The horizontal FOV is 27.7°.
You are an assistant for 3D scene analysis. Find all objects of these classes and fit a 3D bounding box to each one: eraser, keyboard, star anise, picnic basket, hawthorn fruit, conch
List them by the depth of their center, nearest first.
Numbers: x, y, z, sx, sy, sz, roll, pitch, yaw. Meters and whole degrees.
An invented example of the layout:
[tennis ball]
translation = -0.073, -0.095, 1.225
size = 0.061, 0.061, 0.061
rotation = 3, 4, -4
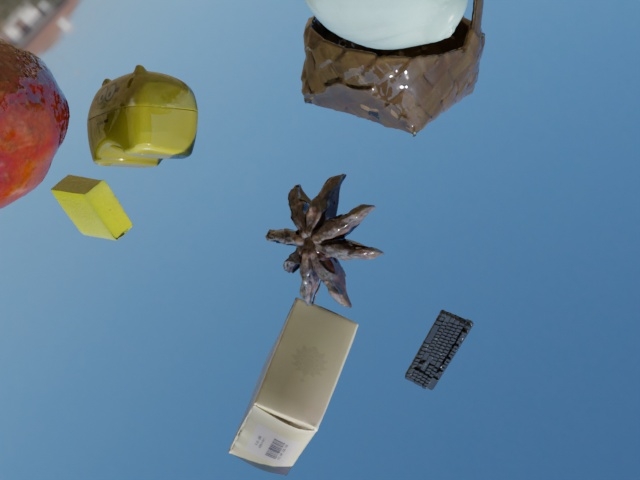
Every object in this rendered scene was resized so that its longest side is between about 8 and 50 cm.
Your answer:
[star anise]
translation = 0.000, -0.001, 1.284
size = 0.141, 0.141, 0.042
rotation = -36, 161, 29
[hawthorn fruit]
translation = -0.392, -0.115, 1.417
size = 0.205, 0.205, 0.253
rotation = -35, -165, 32
[conch]
translation = 0.068, -0.291, 1.525
size = 0.185, 0.221, 0.121
rotation = 155, -61, -70
[eraser]
translation = -0.360, -0.053, 2.048
size = 0.045, 0.097, 0.122
rotation = -44, -152, -25
[picnic basket]
translation = 0.132, -0.377, 2.151
size = 0.337, 0.293, 0.337
rotation = -51, 151, -42
[keyboard]
translation = 0.200, 0.190, 2.213
size = 0.018, 0.060, 0.195
rotation = -67, 180, -45

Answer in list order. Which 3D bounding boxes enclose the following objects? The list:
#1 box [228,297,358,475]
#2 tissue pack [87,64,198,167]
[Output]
[box]
translation = -0.039, 0.200, 1.730
size = 0.212, 0.095, 0.168
rotation = 116, -1, -62
[tissue pack]
translation = -0.253, -0.173, 1.837
size = 0.178, 0.123, 0.127
rotation = -7, -100, 57
